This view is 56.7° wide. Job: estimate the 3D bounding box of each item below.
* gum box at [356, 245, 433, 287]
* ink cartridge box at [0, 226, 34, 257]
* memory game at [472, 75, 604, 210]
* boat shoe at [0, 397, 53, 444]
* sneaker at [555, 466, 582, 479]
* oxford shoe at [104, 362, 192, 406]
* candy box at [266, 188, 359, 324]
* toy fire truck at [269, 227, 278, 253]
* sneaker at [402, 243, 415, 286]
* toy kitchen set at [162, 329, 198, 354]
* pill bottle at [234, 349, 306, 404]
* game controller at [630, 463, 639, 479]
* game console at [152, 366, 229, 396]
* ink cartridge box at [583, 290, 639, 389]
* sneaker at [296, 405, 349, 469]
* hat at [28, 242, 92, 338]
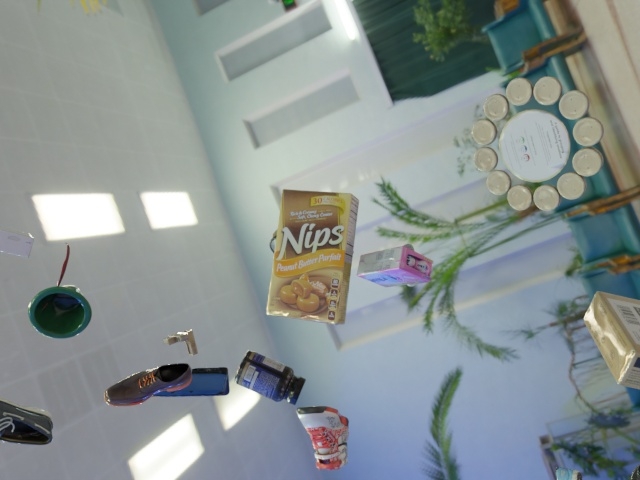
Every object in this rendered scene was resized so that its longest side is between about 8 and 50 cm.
[{"bbox_3d":[0.196,0.071,1.550,0.107,0.188,0.062,23,-111,-28],"label":"gum box"},{"bbox_3d":[-0.750,0.002,1.434,0.088,0.122,0.052,17,-95,-31],"label":"ink cartridge box"},{"bbox_3d":[0.290,-0.129,0.804,0.012,0.186,0.186,-21,-91,-44],"label":"memory game"},{"bbox_3d":[-0.766,0.444,1.423,0.254,0.095,0.079,36,-172,-44],"label":"boat shoe"},{"bbox_3d":[0.613,0.654,1.509,0.063,0.073,0.162,12,-90,-49],"label":"sneaker"},{"bbox_3d":[-0.533,0.434,1.836,0.097,0.271,0.098,61,153,27],"label":"oxford shoe"},{"bbox_3d":[-0.017,0.039,1.463,0.087,0.182,0.317,23,-107,-72],"label":"candy box"},{"bbox_3d":[0.000,0.000,1.640,0.217,0.246,0.158,47,-147,1],"label":"toy fire truck"},{"bbox_3d":[0.265,0.083,1.728,0.070,0.050,0.135,69,-165,-57],"label":"sneaker"},{"bbox_3d":[-0.404,0.311,1.746,0.083,0.068,0.075,-17,-85,-40],"label":"toy kitchen set"},{"bbox_3d":[-0.165,0.462,1.980,0.219,0.123,0.123,23,-163,5],"label":"pill bottle"},{"bbox_3d":[0.696,0.590,1.173,0.067,0.166,0.319,33,-127,-21],"label":"game controller"},{"bbox_3d":[-0.499,0.579,2.250,0.174,0.292,0.250,-94,6,-46],"label":"game console"},{"bbox_3d":[0.682,0.214,1.223,0.235,0.193,0.088,-78,-1,-64],"label":"ink cartridge box"},{"bbox_3d":[0.013,0.533,1.586,0.270,0.090,0.145,50,-143,-57],"label":"sneaker"},{"bbox_3d":[-0.770,0.166,1.807,0.173,0.208,0.184,34,-165,-24],"label":"hat"}]
